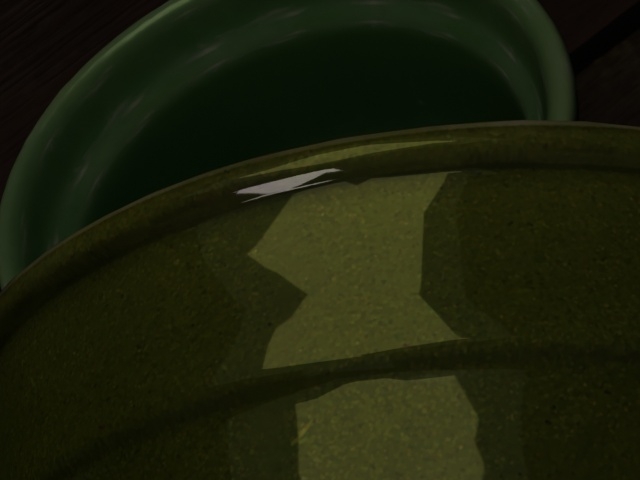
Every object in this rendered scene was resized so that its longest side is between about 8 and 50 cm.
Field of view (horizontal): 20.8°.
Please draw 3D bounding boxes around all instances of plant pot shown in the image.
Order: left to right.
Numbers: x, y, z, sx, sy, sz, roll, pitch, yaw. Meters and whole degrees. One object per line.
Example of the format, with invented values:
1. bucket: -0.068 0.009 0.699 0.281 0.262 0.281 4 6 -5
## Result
1. plant pot: 0.057 0.207 0.586 0.367 0.366 0.353 -13 58 15

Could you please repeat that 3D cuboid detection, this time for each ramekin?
1. ramekin: 0.000 0.000 0.909 0.303 0.148 0.303 -13 47 14
